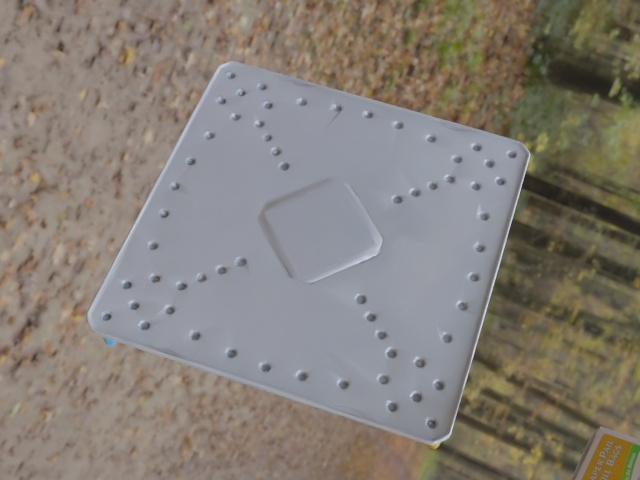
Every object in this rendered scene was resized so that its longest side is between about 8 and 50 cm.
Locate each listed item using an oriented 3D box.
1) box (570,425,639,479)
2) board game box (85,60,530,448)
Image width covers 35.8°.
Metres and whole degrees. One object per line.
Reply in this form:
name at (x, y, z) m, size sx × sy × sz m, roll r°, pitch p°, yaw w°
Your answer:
box at (0.305, 0.243, 0.786) m, size 0.114 × 0.203 × 0.103 m, roll 46°, pitch 68°, yaw -44°
board game box at (0.000, 0.000, 1.100) m, size 0.050 × 0.389 × 0.390 m, roll 92°, pitch 17°, yaw -58°
